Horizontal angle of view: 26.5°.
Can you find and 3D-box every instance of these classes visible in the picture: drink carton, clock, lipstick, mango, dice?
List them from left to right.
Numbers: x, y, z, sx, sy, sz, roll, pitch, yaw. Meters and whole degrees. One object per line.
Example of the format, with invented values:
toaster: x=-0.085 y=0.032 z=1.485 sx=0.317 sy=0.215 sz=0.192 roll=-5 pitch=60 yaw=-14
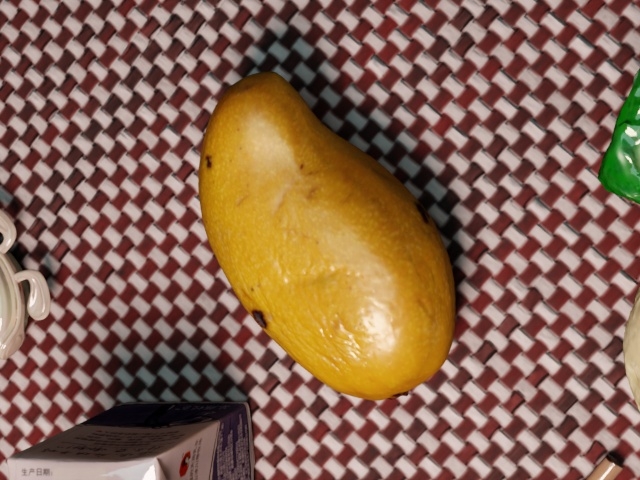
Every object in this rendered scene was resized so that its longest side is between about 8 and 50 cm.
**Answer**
clock: x=-0.343 y=0.059 z=1.288 sx=0.191 sy=0.062 sz=0.151 roll=-32 pitch=84 yaw=16
drink carton: x=-0.154 y=0.204 z=1.158 sx=0.134 sy=0.222 sz=0.102 roll=0 pitch=94 yaw=17
mango: x=0.003 y=0.000 z=1.153 sx=0.177 sy=0.120 sz=0.295 roll=-36 pitch=82 yaw=24
lipstick: x=0.221 y=0.222 z=1.154 sx=0.019 sy=0.019 sz=0.094 roll=39 pitch=104 yaw=10
dice: x=0.291 y=-0.082 z=1.053 sx=0.120 sy=0.128 sz=0.131 roll=21 pitch=100 yaw=15

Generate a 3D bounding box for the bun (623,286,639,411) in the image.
bun: x=0.392 y=0.105 z=0.940 sx=0.349 sy=0.227 sz=0.352 roll=37 pitch=110 yaw=-18
